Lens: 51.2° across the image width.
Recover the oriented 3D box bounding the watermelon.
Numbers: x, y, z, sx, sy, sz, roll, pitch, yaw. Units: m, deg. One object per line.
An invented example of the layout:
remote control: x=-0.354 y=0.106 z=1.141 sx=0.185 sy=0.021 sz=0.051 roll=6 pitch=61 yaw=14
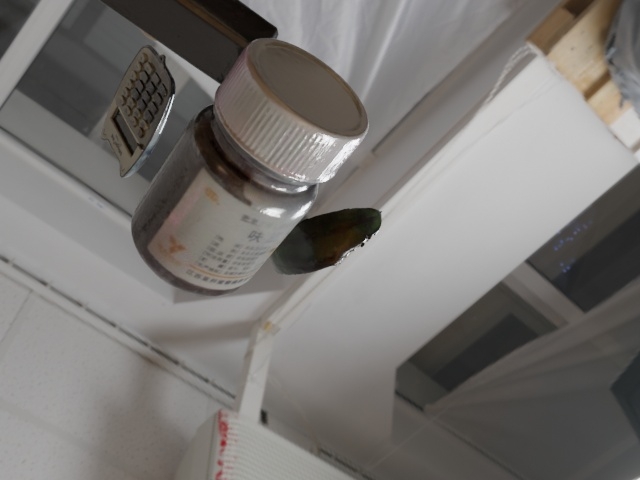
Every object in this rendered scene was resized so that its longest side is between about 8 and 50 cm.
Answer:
watermelon: x=0.000 y=0.000 z=1.529 sx=0.123 sy=0.301 sz=0.129 roll=66 pitch=-164 yaw=-5

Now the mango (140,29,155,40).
mango: x=-0.484 y=-0.691 z=1.986 sx=0.136 sy=0.227 sz=0.099 roll=10 pitch=-126 yaw=-5

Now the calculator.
calculator: x=-0.369 y=-0.267 z=1.358 sx=0.040 sy=0.268 sz=0.177 roll=-4 pitch=-128 yaw=-44

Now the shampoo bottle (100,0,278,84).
shampoo bottle: x=-0.149 y=-0.273 z=0.833 sx=0.246 sy=0.079 sz=0.080 roll=33 pitch=-134 yaw=-15

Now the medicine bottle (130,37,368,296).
medicine bottle: x=-0.085 y=-0.072 z=0.746 sx=0.165 sy=0.273 sz=0.165 roll=27 pitch=-143 yaw=-23
